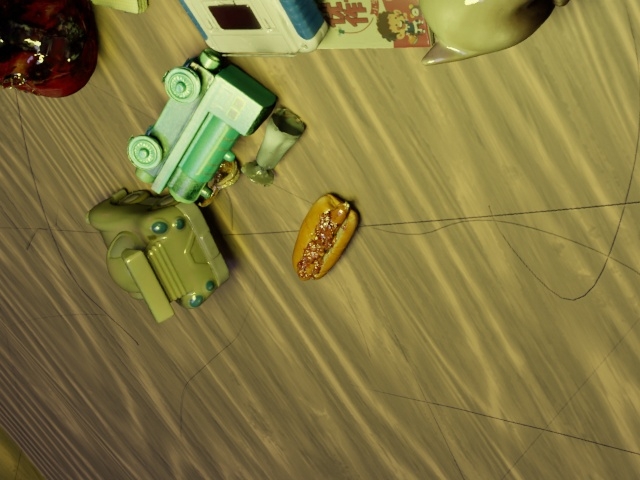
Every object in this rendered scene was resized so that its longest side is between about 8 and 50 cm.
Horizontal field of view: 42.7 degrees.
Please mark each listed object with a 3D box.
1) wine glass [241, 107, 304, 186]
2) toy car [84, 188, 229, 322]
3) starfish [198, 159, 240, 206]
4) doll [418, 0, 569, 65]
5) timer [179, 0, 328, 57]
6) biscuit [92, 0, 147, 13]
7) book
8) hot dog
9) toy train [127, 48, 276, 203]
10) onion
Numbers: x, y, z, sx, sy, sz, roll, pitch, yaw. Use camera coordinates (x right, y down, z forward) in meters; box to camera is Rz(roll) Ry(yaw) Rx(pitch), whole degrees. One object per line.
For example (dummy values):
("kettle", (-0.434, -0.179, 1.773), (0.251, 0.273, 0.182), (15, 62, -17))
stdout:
("wine glass", (-0.093, -0.176, 1.573), (0.072, 0.072, 0.155), (38, 134, 2))
("toy car", (-0.384, 0.037, 1.793), (0.336, 0.226, 0.242), (6, 127, 46))
("starfish", (-0.254, -0.169, 1.680), (0.146, 0.074, 0.190), (-24, 107, 43))
("doll", (0.239, -0.419, 1.072), (0.226, 0.215, 0.370), (12, 132, 24))
("timer", (-0.126, -0.389, 1.375), (0.253, 0.078, 0.178), (10, 150, 37))
("biscuit", (-0.384, -0.526, 1.512), (0.121, 0.040, 0.199), (19, 131, 23))
("book", (0.066, -0.392, 1.337), (0.231, 0.022, 0.162), (6, 126, 28))
("hot dog", (0.000, 0.000, 1.646), (0.102, 0.076, 0.249), (38, 136, 7))
("toy train", (-0.233, -0.207, 1.553), (0.194, 0.120, 0.298), (34, 117, -5))
("onion", (-0.570, -0.394, 1.580), (0.221, 0.280, 0.281), (46, 148, 45))
